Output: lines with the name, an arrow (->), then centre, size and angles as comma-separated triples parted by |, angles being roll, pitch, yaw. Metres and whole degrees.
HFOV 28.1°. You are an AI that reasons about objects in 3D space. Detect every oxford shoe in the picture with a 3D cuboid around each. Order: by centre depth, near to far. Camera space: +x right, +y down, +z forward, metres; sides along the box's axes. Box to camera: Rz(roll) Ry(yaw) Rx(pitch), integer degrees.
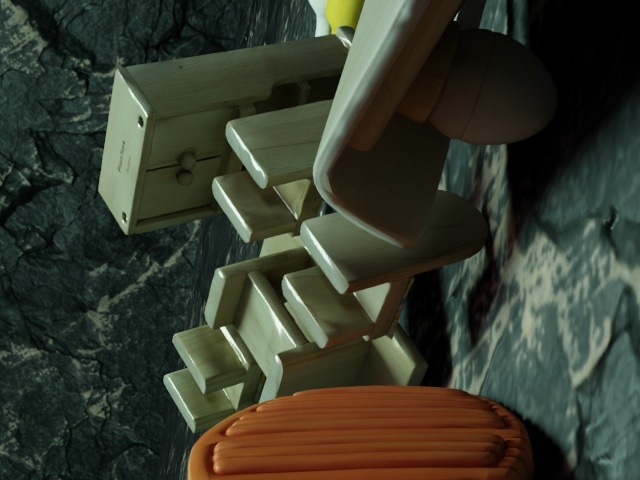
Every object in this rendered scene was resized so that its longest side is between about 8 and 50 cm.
oxford shoe -> 0.014, 0.147, 0.453 | 0.364, 0.130, 0.133 | -63, -29, -75

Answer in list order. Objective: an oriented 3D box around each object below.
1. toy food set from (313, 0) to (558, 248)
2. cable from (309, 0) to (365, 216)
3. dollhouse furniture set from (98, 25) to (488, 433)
toy food set -> 0.092, -0.148, 0.490 | 0.306, 0.092, 0.220 | 123, 165, -64
cable -> 0.005, -0.109, 0.912 | 0.139, 0.072, 0.287 | -114, 34, -65
dollhouse furniture set -> 0.000, 0.000, 0.734 | 0.242, 0.161, 0.212 | 54, 143, 32
